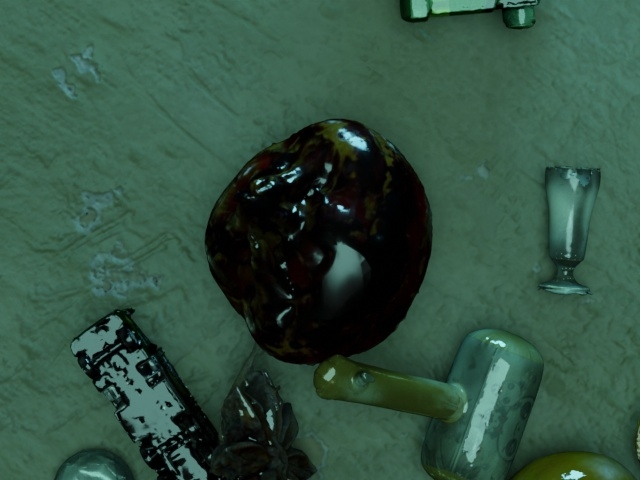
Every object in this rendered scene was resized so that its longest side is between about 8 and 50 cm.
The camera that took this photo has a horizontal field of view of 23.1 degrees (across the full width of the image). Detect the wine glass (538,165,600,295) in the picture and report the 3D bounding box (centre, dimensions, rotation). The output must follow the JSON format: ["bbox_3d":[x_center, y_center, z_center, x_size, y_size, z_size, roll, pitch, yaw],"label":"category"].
[{"bbox_3d":[0.304,-0.013,1.912,0.072,0.072,0.155,4,92,0],"label":"wine glass"}]

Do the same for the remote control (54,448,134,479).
[{"bbox_3d":[-0.267,0.380,1.931,0.104,0.052,0.247,-11,94,2],"label":"remote control"}]

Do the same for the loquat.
[{"bbox_3d":[0.283,0.355,1.871,0.227,0.179,0.179,-41,91,-9],"label":"loquat"}]

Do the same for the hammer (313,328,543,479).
[{"bbox_3d":[0.119,0.181,1.841,0.305,0.113,0.201,18,90,-34],"label":"hammer"}]

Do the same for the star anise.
[{"bbox_3d":[-0.068,0.247,1.861,0.081,0.230,0.262,-24,69,24],"label":"star anise"}]

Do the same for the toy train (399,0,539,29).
[{"bbox_3d":[0.182,-0.397,1.877,0.202,0.120,0.300,-5,92,3],"label":"toy train"}]

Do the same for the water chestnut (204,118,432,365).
[{"bbox_3d":[0.000,0.000,1.825,0.289,0.244,0.289,0,94,-2],"label":"water chestnut"}]

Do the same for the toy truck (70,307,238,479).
[{"bbox_3d":[-0.197,0.205,1.890,0.088,0.121,0.259,-34,92,2],"label":"toy truck"}]

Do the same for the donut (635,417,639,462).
[{"bbox_3d":[0.452,0.249,1.924,0.140,0.059,0.140,0,93,-1],"label":"donut"}]
